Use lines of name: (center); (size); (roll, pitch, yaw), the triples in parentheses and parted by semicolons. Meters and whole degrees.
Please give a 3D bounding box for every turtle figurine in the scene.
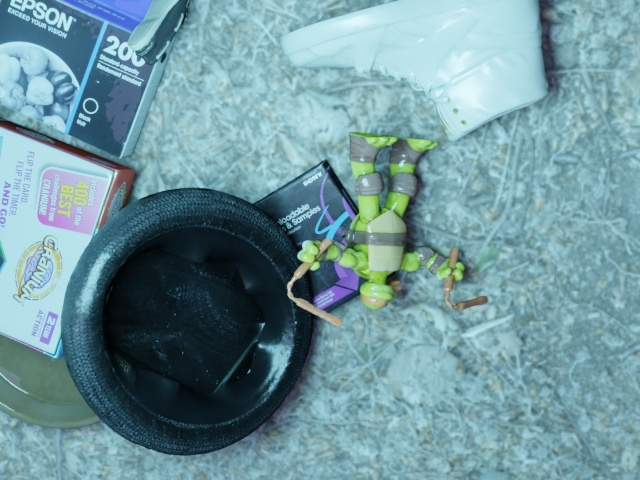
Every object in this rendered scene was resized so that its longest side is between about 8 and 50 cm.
turtle figurine: (0.082, -0.011, 1.511); (0.269, 0.087, 0.217); (4, 95, -27)

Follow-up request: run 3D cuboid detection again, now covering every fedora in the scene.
fedora: (-0.172, 0.084, 1.532); (0.152, 0.334, 0.334); (20, 114, 53)

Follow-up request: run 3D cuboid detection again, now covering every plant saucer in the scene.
plant saucer: (-0.338, 0.104, 1.660); (0.278, 0.041, 0.278); (2, 105, 9)

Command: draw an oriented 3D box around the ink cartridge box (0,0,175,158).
ink cartridge box: (-0.288, -0.232, 1.559); (0.206, 0.045, 0.208); (24, 106, 3)

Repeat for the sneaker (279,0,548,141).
sneaker: (0.108, -0.186, 1.464); (0.292, 0.108, 0.169); (-10, 100, 12)

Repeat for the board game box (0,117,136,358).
board game box: (-0.409, -0.028, 1.588); (0.316, 0.064, 0.242); (22, 99, 11)

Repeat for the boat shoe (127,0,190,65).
boat shoe: (-0.175, -0.256, 1.510); (0.046, 0.125, 0.038); (-1, 141, 42)

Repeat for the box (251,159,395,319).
box: (0.000, 0.000, 1.575); (0.116, 0.029, 0.162); (-31, 96, 17)
